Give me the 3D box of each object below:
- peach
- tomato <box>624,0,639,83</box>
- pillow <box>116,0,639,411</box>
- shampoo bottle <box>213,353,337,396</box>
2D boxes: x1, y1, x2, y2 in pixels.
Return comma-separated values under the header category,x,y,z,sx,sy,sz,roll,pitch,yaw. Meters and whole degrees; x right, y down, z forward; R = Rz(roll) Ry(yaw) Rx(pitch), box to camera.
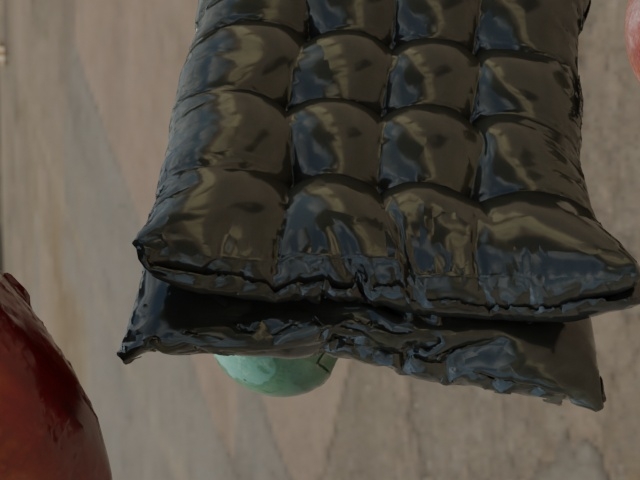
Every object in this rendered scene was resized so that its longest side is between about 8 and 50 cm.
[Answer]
category,x,y,z,sx,sy,sz,roll,pitch,yaw
peach,-0.143,0.052,0.592,0.189,0.068,0.279,56,163,33
tomato,0.421,-0.205,1.289,0.270,0.227,0.270,-38,22,18
pillow,0.036,-0.062,0.726,0.326,0.228,0.101,-83,-1,-48
shampoo bottle,0.000,0.000,1.481,0.349,0.151,0.222,-63,-23,-5
